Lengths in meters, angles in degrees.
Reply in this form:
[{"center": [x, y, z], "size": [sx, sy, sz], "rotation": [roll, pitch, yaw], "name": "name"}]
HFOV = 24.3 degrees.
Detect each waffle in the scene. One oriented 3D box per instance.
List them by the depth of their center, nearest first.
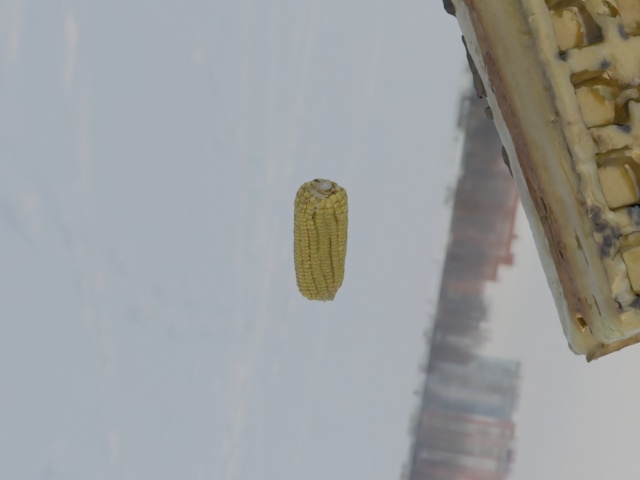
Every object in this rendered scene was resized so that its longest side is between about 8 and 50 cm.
[{"center": [0.245, -0.127, 1.058], "size": [0.114, 0.260, 0.376], "rotation": [133, -60, -71], "name": "waffle"}]

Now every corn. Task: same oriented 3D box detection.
[{"center": [0.000, 0.000, 0.956], "size": [0.037, 0.037, 0.092], "rotation": [-75, 169, -52], "name": "corn"}]
